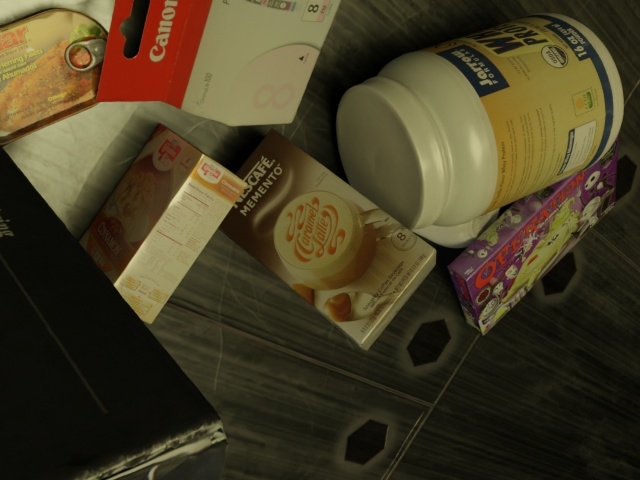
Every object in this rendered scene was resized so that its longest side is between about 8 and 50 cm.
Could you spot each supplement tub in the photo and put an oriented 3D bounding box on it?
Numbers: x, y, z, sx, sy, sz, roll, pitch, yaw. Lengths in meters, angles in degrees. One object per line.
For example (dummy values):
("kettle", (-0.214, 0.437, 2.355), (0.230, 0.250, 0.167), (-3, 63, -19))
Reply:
("supplement tub", (0.203, -0.152, 0.901), (0.316, 0.228, 0.228), (-23, 121, -22))

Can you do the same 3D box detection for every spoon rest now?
("spoon rest", (0.182, -0.040, 1.047), (0.277, 0.084, 0.137), (-13, 120, -41))

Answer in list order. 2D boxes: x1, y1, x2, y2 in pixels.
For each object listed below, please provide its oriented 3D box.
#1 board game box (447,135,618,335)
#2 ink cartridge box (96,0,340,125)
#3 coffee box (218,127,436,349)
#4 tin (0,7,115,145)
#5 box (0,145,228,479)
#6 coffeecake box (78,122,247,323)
("board game box", (0.362, -0.012, 1.144), (0.347, 0.056, 0.208), (-43, 139, -8))
("ink cartridge box", (-0.103, -0.210, 0.734), (0.232, 0.066, 0.189), (-15, 144, -40))
("coffee box", (0.000, 0.000, 0.832), (0.141, 0.247, 0.098), (-52, 166, -3))
("tin", (-0.303, -0.170, 0.703), (0.190, 0.040, 0.106), (-28, 127, -19))
("box", (-0.393, 0.129, 0.406), (0.472, 0.480, 0.297), (-17, 134, -38))
("coffeecake box", (-0.185, -0.024, 0.774), (0.068, 0.142, 0.185), (34, 91, -38))
